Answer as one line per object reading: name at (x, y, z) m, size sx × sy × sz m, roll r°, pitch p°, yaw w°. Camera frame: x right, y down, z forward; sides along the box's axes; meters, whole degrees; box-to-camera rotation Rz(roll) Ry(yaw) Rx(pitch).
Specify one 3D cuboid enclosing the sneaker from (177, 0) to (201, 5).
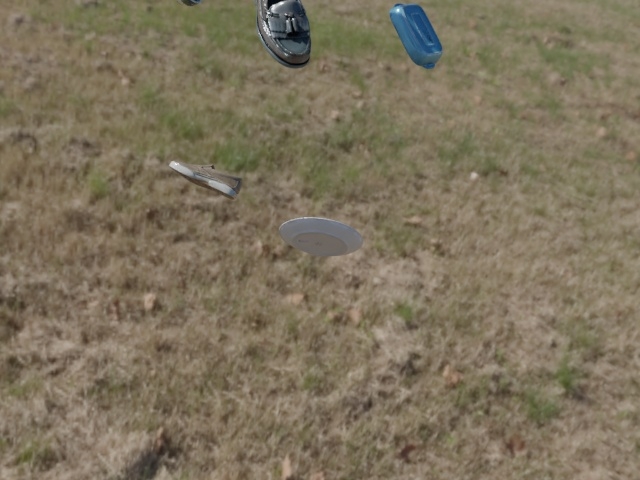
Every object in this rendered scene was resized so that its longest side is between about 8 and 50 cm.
sneaker at (-0.370, -0.773, 2.131) m, size 0.086 × 0.192 × 0.064 m, roll 26°, pitch 32°, yaw 35°

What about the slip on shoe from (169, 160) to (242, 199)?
slip on shoe at (-0.204, -0.118, 1.325) m, size 0.135 × 0.041 × 0.051 m, roll 24°, pitch -9°, yaw 11°

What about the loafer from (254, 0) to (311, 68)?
loafer at (-0.078, -0.450, 1.424) m, size 0.096 × 0.084 × 0.267 m, roll -6°, pitch 57°, yaw -19°

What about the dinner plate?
dinner plate at (0.000, 0.000, 1.223) m, size 0.141 × 0.141 × 0.017 m, roll 12°, pitch 65°, yaw -5°

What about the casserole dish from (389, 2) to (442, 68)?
casserole dish at (0.245, -0.519, 1.844) m, size 0.114 × 0.037 × 0.188 m, roll -21°, pitch 83°, yaw -40°
